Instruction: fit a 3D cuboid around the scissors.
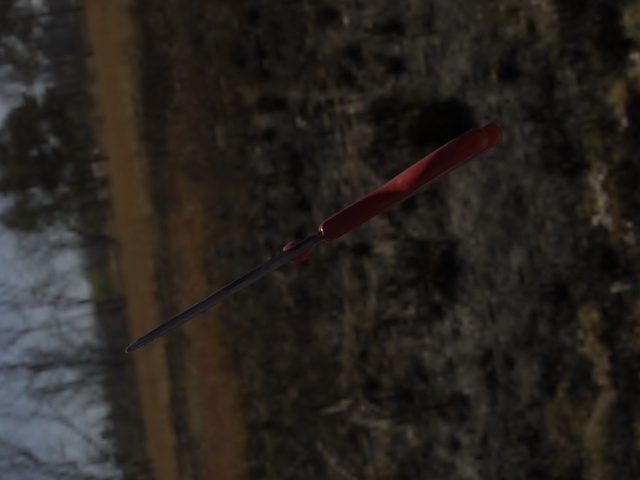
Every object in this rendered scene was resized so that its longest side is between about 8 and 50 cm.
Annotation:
[{"bbox_3d":[0.000,0.000,1.029,0.021,0.297,0.109,57,-174,0],"label":"scissors"}]
